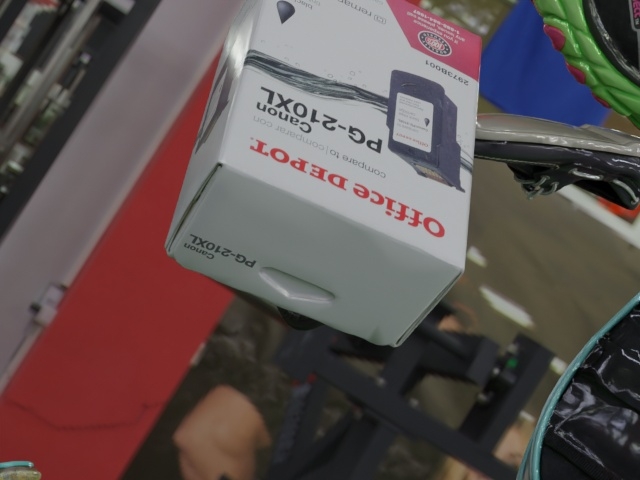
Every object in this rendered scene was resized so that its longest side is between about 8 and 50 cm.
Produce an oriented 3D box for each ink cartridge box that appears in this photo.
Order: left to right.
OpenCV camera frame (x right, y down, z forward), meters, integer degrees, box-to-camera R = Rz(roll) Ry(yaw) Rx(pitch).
[{"bbox_3d":[0.010,-0.070,0.800,0.172,0.237,0.100,23,-44,-14],"label":"ink cartridge box"}]

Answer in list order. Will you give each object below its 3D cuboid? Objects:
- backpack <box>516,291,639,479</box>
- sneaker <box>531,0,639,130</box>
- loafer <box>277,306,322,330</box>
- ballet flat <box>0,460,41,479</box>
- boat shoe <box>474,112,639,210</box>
[{"bbox_3d":[0.165,0.100,0.419,0.188,0.166,0.144,42,-6,10],"label":"backpack"},{"bbox_3d":[0.396,-0.149,1.046,0.483,0.202,0.185,28,37,-33],"label":"sneaker"},{"bbox_3d":[0.000,0.000,1.257,0.080,0.220,0.078,-7,-30,20],"label":"loafer"},{"bbox_3d":[-0.515,0.361,1.500,0.349,0.123,0.123,-10,-13,11],"label":"ballet flat"},{"bbox_3d":[0.186,-0.057,0.908,0.206,0.065,0.075,3,19,-35],"label":"boat shoe"}]
